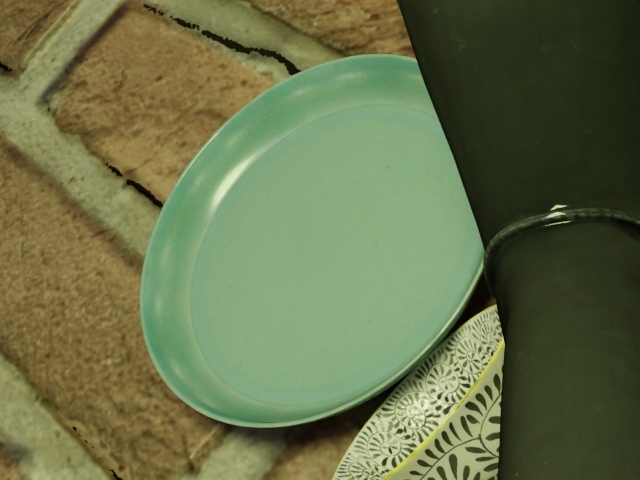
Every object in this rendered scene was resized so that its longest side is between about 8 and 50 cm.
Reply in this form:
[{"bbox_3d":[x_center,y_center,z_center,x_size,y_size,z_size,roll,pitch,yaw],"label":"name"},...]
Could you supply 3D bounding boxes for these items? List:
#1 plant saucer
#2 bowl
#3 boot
[{"bbox_3d":[0.000,0.000,0.944,0.317,0.044,0.317,-17,53,25],"label":"plant saucer"},{"bbox_3d":[0.090,0.127,0.781,0.080,0.170,0.170,43,91,-3],"label":"bowl"},{"bbox_3d":[0.109,0.046,0.562,0.146,0.367,0.445,-15,35,26],"label":"boot"}]
